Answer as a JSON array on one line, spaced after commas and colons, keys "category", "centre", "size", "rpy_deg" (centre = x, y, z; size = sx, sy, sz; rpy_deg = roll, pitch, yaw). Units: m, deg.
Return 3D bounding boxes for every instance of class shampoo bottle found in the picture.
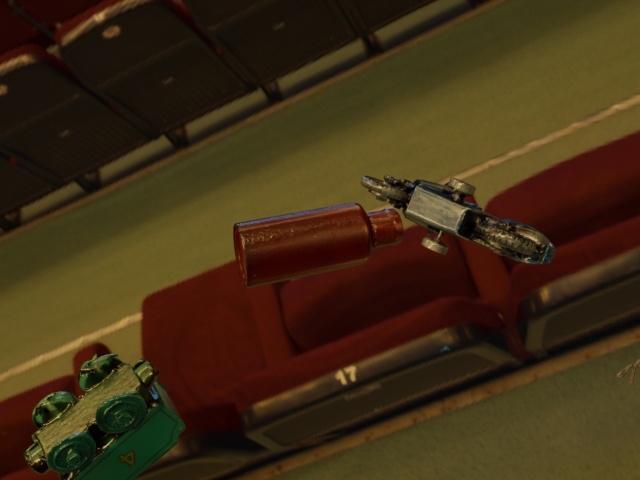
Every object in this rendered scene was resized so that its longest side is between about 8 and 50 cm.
[{"category": "shampoo bottle", "centre": [0.000, 0.000, 1.210], "size": [0.260, 0.102, 0.064], "rpy_deg": [-11, 8, -18]}]

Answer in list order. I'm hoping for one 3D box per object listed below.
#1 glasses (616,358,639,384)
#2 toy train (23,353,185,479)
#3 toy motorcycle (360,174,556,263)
[{"category": "glasses", "centre": [0.522, 0.190, 1.227], "size": [0.104, 0.140, 0.062], "rpy_deg": [-9, 65, 27]}, {"category": "toy train", "centre": [-0.278, 0.245, 1.023], "size": [0.198, 0.154, 0.107], "rpy_deg": [-39, 42, -7]}, {"category": "toy motorcycle", "centre": [0.175, -0.031, 1.010], "size": [0.254, 0.136, 0.092], "rpy_deg": [26, 100, 30]}]
